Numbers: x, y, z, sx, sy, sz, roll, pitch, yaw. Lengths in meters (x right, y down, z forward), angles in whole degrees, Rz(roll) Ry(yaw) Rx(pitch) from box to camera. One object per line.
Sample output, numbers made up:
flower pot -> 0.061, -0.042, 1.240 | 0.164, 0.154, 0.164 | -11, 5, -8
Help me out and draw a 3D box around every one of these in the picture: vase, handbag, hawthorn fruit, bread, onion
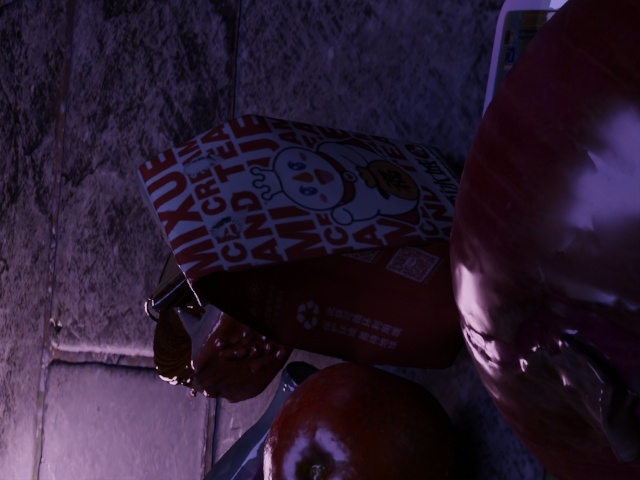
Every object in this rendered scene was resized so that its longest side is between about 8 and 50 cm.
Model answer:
vase -> -0.058, 0.221, 1.281 | 0.214, 0.086, 0.086 | -59, 42, 22
handbag -> 0.000, 0.000, 1.045 | 0.151, 0.298, 0.171 | -61, 42, 27
hawthorn fruit -> 0.029, 0.193, 1.079 | 0.173, 0.173, 0.172 | -13, 74, 52
bread -> -0.098, 0.058, 1.298 | 0.224, 0.142, 0.212 | -42, 33, 43
onion -> 0.246, 0.010, 0.680 | 0.354, 0.354, 0.353 | -13, 74, 52

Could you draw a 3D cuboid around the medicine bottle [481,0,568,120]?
medicine bottle -> 0.191, -0.138, 0.993 | 0.115, 0.078, 0.219 | 11, 94, 46
